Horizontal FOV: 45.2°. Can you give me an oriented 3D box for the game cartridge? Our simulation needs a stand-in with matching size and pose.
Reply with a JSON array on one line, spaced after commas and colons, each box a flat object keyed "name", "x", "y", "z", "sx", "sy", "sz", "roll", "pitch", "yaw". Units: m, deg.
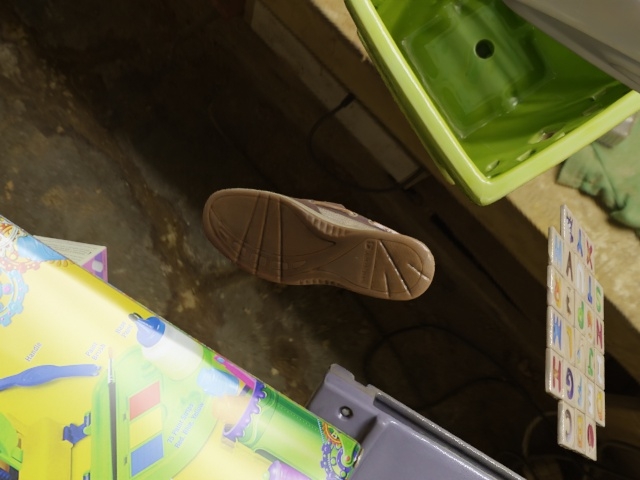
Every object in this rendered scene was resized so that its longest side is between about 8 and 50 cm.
[{"name": "game cartridge", "x": 0.103, "y": 0.299, "z": 0.713, "sx": 0.355, "sy": 0.068, "sz": 0.230, "roll": 31, "pitch": 105, "yaw": 2}]

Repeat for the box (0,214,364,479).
[{"name": "box", "x": -0.178, "y": 0.189, "z": 0.477, "sx": 0.279, "sy": 0.177, "sz": 0.290, "roll": 35, "pitch": 64, "yaw": -11}]

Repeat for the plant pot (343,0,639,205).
[{"name": "plant pot", "x": 0.166, "y": -0.184, "z": 0.726, "sx": 0.228, "sy": 0.207, "sz": 0.227, "roll": -33, "pitch": 93, "yaw": 3}]

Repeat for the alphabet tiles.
[{"name": "alphabet tiles", "x": 0.375, "y": 0.135, "z": 1.119, "sx": 0.011, "sy": 0.285, "sz": 0.342, "roll": -6, "pitch": 66, "yaw": 32}]

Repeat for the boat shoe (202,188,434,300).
[{"name": "boat shoe", "x": 0.000, "y": 0.000, "z": 1.120, "sx": 0.342, "sy": 0.123, "sz": 0.123, "roll": 12, "pitch": 101, "yaw": 10}]

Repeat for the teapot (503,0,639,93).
[{"name": "teapot", "x": 0.221, "y": -0.151, "z": 0.370, "sx": 0.256, "sy": 0.252, "sz": 0.187, "roll": 20, "pitch": 110, "yaw": -29}]

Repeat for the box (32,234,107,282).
[{"name": "box", "x": -0.387, "y": 0.137, "z": 1.015, "sx": 0.117, "sy": 0.243, "sz": 0.213, "roll": 9, "pitch": 111, "yaw": 11}]
